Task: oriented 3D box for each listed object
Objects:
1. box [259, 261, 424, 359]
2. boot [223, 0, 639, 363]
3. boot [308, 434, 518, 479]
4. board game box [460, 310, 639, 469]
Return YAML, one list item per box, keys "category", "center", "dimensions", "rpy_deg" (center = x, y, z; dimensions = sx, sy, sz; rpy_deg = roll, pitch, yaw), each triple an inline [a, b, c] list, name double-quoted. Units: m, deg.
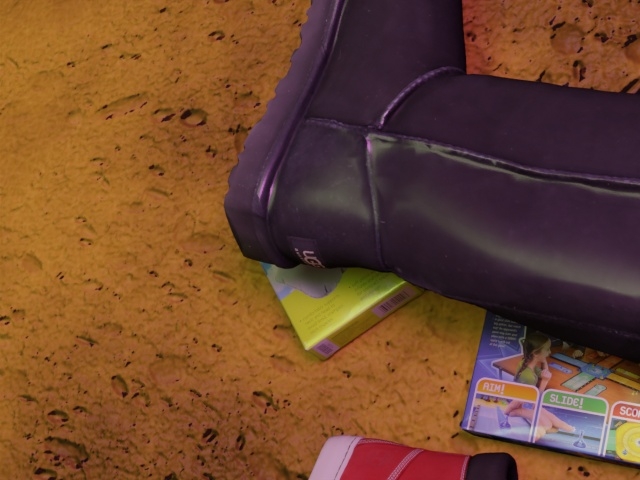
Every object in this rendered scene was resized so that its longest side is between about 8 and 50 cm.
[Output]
- category: "box"
  center: [0.000, 0.000, 1.015]
  dimensions: [0.109, 0.042, 0.178]
  rpy_deg: [-35, 60, 9]
- category: "boot"
  center: [0.194, -0.100, 0.876]
  dimensions: [0.445, 0.146, 0.367]
  rpy_deg: [12, 70, 30]
- category: "boot"
  center: [0.058, 0.239, 0.825]
  dimensions: [0.176, 0.088, 0.244]
  rpy_deg: [1, 39, 24]
- category: "board game box"
  center: [0.217, 0.097, 0.876]
  dimensions: [0.201, 0.035, 0.136]
  rpy_deg: [8, 75, 28]
